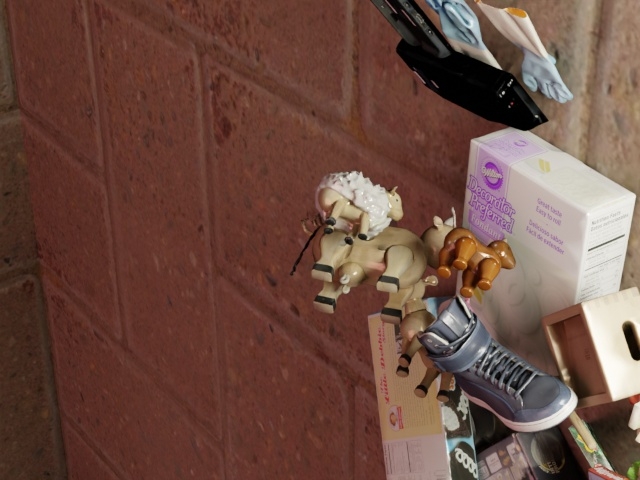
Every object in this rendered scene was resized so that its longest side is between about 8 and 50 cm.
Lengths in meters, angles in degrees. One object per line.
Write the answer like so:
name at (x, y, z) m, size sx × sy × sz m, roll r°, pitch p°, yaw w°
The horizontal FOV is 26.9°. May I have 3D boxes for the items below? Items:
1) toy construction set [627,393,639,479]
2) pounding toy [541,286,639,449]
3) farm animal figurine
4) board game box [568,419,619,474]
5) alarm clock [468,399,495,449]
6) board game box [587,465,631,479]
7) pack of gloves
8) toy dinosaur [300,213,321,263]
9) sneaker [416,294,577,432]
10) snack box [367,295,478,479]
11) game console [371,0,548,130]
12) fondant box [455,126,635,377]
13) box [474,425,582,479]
toy construction set at (0.492, 0.321, 1.694) m, size 0.328 × 0.151 × 0.215 m, roll 50°, pitch 170°, yaw 44°
pounding toy at (0.362, 0.172, 1.738) m, size 0.206 × 0.094 × 0.181 m, roll 139°, pitch 115°, yaw -71°
farm animal figurine at (0.127, 0.049, 1.915) m, size 0.326 × 0.172 × 0.330 m, roll 21°, pitch 139°, yaw 2°
board game box at (0.429, 0.372, 1.875) m, size 0.260 × 0.030 × 0.136 m, roll 60°, pitch -170°, yaw 15°
alarm clock at (0.219, 0.283, 2.204) m, size 0.192 × 0.064 × 0.129 m, roll -11°, pitch 98°, yaw 57°
board game box at (0.412, 0.450, 1.760) m, size 0.145 × 0.027 × 0.281 m, roll -162°, pitch 62°, yaw -71°
pack of gloves at (0.238, -0.271, 1.765) m, size 0.195 × 0.046 × 0.232 m, roll 29°, pitch 170°, yaw 36°
toy dinosaur at (0.000, 0.000, 2.406) m, size 0.183 × 0.053 × 0.093 m, roll -29°, pitch 83°, yaw 60°
sneaker at (0.220, 0.158, 1.742) m, size 0.163 × 0.086 × 0.226 m, roll 53°, pitch 160°, yaw -26°
snack box at (0.163, 0.262, 2.150) m, size 0.187 × 0.060 × 0.322 m, roll -21°, pitch 73°, yaw 59°
game console at (0.154, -0.267, 1.792) m, size 0.213 × 0.044 × 0.361 m, roll 32°, pitch 174°, yaw 45°
fondant box at (0.305, 0.036, 1.887) m, size 0.238 × 0.096 × 0.330 m, roll 39°, pitch 137°, yaw 43°
box at (0.298, 0.501, 2.121) m, size 0.395 × 0.097 × 0.318 m, roll -44°, pitch 61°, yaw 52°
